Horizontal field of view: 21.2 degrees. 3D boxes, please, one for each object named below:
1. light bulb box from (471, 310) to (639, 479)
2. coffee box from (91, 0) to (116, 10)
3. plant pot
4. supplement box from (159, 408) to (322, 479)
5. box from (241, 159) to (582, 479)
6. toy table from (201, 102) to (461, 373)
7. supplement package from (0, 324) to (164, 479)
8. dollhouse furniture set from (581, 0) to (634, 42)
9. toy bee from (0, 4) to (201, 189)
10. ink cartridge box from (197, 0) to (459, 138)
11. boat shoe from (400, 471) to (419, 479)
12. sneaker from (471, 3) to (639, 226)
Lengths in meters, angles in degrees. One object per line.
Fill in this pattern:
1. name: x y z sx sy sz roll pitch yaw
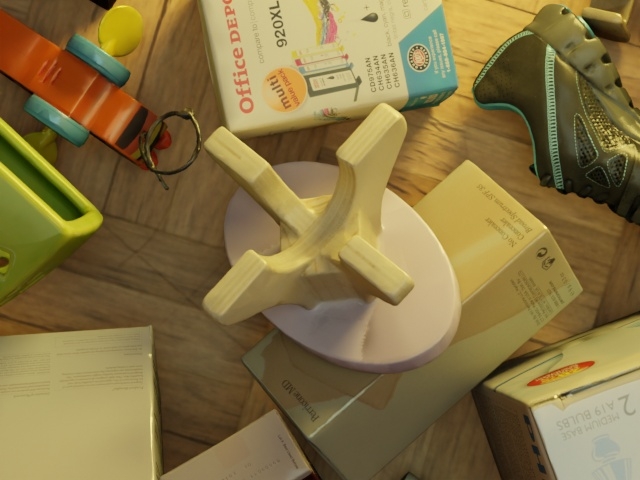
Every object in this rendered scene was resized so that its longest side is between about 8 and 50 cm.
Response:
1. light bulb box: 0.362 0.184 1.640 0.358 0.361 0.225 -21 90 -4
2. coffee box: -0.248 -0.339 1.644 0.168 0.297 0.119 30 84 -2
3. plant pot: -0.357 -0.016 1.564 0.227 0.228 0.207 44 92 -3
4. supplement box: -0.062 0.253 1.670 0.130 0.239 0.073 -30 68 -4
5. box: 0.092 0.085 1.717 0.311 0.121 0.148 -42 48 -5
6. toy table: 0.000 0.000 1.612 0.274 0.161 0.252 26 76 25
7. supplement package: -0.251 0.211 1.663 0.194 0.149 0.203 -4 51 -3
8. dollhouse furniture set: 0.418 -0.294 1.789 0.242 0.161 0.212 15 88 19
9. toy bee: -0.229 -0.123 1.731 0.195 0.162 0.298 -36 66 4
10. ink cartridge box: 0.001 -0.204 1.720 0.232 0.168 0.171 -11 90 -3
11. boat shoe: 0.058 0.351 1.757 0.068 0.081 0.228 32 85 2
12. sneaker: 0.298 -0.077 1.767 0.139 0.125 0.341 -39 79 3
